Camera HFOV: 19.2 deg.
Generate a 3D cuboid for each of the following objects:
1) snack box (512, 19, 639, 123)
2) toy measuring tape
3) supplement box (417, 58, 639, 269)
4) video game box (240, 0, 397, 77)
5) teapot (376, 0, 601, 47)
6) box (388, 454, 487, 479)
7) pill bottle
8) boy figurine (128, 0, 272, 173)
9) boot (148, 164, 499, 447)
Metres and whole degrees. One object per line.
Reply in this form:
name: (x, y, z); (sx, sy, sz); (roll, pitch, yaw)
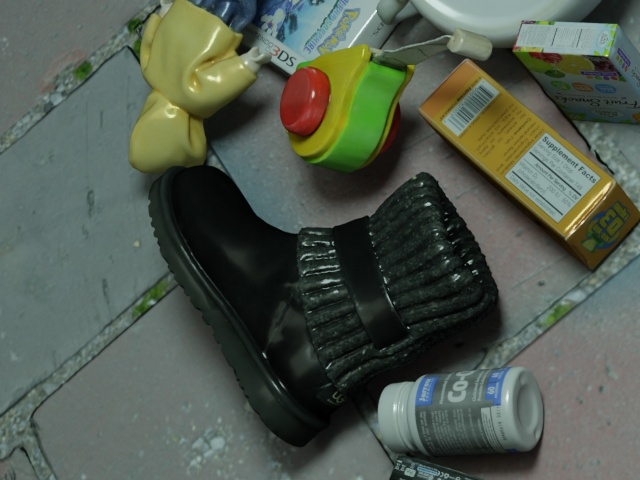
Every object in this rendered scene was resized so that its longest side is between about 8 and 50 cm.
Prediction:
snack box: (0.254, -0.155, 1.769); (0.100, 0.141, 0.037); (9, 71, 34)
toy measuring tape: (0.051, -0.128, 1.829); (0.330, 0.121, 0.121); (-4, 62, 59)
supplement box: (0.197, -0.074, 1.807); (0.080, 0.078, 0.233); (-45, 52, 3)
video game box: (0.008, -0.269, 2.041); (0.187, 0.048, 0.205); (36, 89, 36)
teapot: (0.192, -0.306, 1.865); (0.256, 0.187, 0.253); (18, 105, 20)
box: (0.122, 0.302, 1.690); (0.190, 0.045, 0.184); (12, 77, 35)
pill bottle: (0.127, 0.158, 1.735); (0.137, 0.078, 0.078); (-7, 64, 29)
boy figurine: (-0.121, -0.198, 2.015); (0.177, 0.092, 0.285); (26, 100, 40)
boot: (0.003, 0.002, 1.853); (0.260, 0.131, 0.348); (-41, 61, 16)
